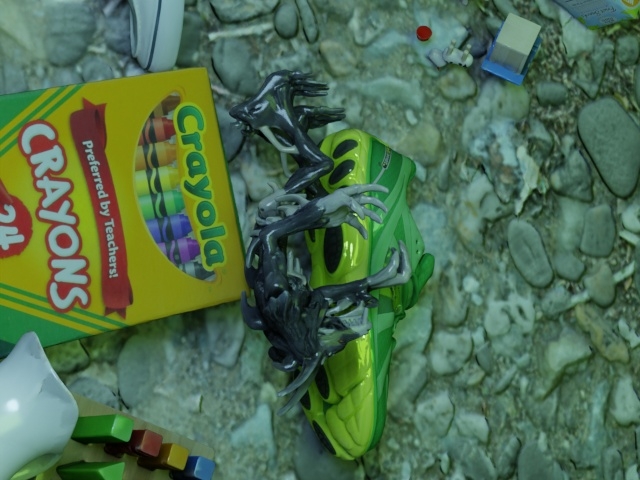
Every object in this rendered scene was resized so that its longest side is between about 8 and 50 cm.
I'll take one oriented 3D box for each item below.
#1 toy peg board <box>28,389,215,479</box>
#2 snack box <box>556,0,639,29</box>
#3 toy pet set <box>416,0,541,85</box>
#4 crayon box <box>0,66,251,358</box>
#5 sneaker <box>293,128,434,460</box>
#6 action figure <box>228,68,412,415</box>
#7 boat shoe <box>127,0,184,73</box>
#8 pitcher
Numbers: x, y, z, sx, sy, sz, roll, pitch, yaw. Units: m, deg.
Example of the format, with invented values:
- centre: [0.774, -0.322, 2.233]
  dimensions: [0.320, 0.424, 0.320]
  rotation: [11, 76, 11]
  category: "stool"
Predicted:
- centre: [-0.153, 0.221, 1.577]
  dimensions: [0.161, 0.079, 0.161]
  rotation: [26, 70, -33]
  category: "toy peg board"
- centre: [0.252, -0.340, 1.961]
  dimensions: [0.207, 0.070, 0.174]
  rotation: [33, 65, -30]
  category: "snack box"
- centre: [0.157, -0.205, 1.895]
  dimensions: [0.114, 0.065, 0.122]
  rotation: [25, 62, 4]
  category: "toy pet set"
- centre: [-0.180, -0.028, 1.584]
  dimensions: [0.318, 0.081, 0.202]
  rotation: [-14, 93, -39]
  category: "crayon box"
- centre: [0.049, 0.048, 1.735]
  dimensions: [0.123, 0.109, 0.295]
  rotation: [9, 79, -33]
  category: "sneaker"
- centre: [0.000, 0.000, 1.599]
  dimensions: [0.141, 0.164, 0.275]
  rotation: [-8, 68, 3]
  category: "action figure"
- centre: [-0.156, -0.247, 1.610]
  dimensions: [0.076, 0.083, 0.226]
  rotation: [-4, 112, -15]
  category: "boat shoe"
- centre: [-0.286, 0.171, 1.453]
  dimensions: [0.207, 0.178, 0.125]
  rotation: [-27, 64, -17]
  category: "pitcher"
